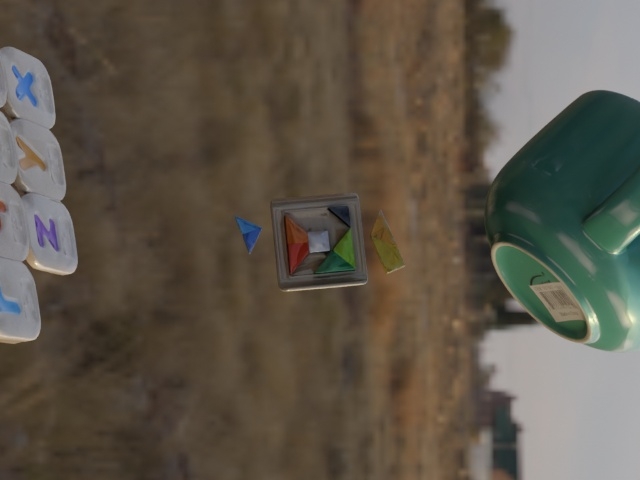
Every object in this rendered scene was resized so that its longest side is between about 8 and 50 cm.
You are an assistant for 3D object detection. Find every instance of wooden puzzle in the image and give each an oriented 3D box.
[{"bbox_3d":[0.000,0.000,1.277,0.014,0.116,0.078,112,-34,-75],"label":"wooden puzzle"}]

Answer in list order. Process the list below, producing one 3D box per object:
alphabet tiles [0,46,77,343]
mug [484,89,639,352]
[{"bbox_3d":[-0.252,-0.072,1.166,0.278,0.021,0.284,20,58,-67],"label":"alphabet tiles"},{"bbox_3d":[0.149,-0.010,0.926,0.129,0.097,0.158,36,-19,37],"label":"mug"}]
